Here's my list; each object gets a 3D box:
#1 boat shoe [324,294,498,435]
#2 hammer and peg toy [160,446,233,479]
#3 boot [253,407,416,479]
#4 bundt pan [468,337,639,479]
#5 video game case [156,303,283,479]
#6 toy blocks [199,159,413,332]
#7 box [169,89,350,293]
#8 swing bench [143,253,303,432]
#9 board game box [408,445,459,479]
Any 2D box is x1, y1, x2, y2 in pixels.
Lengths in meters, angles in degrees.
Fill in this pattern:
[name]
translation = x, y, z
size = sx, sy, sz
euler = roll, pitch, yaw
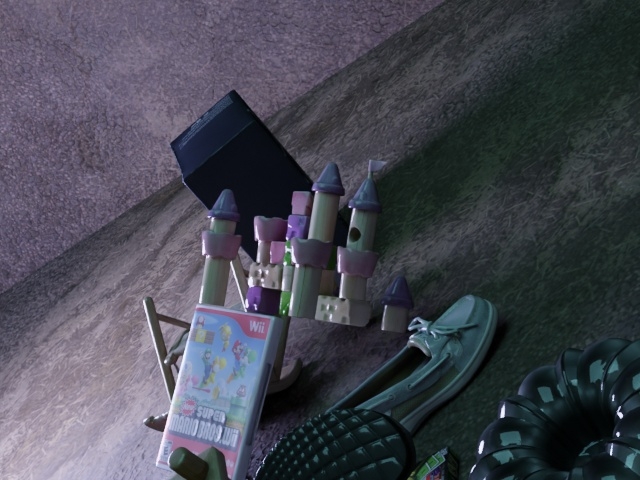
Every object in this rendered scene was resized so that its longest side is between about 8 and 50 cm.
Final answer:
[boat shoe]
translation = 0.130, 0.191, 2.042
size = 0.320, 0.103, 0.118
euler = -45, 20, -8
[hammer and peg toy]
translation = -0.218, 0.477, 1.912
size = 0.266, 0.127, 0.361
euler = -35, 38, 17
[boot]
translation = 0.024, 0.284, 1.546
size = 0.338, 0.223, 0.118
euler = -39, 62, 33
[bundt pan]
translation = 0.299, 0.235, 1.545
size = 0.331, 0.124, 0.331
euler = -33, 27, 19
[video game case]
translation = -0.168, 0.254, 2.320
size = 0.204, 0.025, 0.285
euler = 6, 79, 46
[toy blocks]
translation = 0.000, 0.000, 2.287
size = 0.289, 0.309, 0.260
euler = 4, 85, 46
[box]
translation = -0.106, -0.084, 2.719
size = 0.179, 0.343, 0.312
euler = -40, 20, 3
[swing bench]
translation = -0.173, 0.194, 2.485
size = 0.253, 0.165, 0.254
euler = -25, 58, 36
[board game box]
translation = 0.112, 0.378, 1.795
size = 0.136, 0.030, 0.259
euler = -35, 20, 24
